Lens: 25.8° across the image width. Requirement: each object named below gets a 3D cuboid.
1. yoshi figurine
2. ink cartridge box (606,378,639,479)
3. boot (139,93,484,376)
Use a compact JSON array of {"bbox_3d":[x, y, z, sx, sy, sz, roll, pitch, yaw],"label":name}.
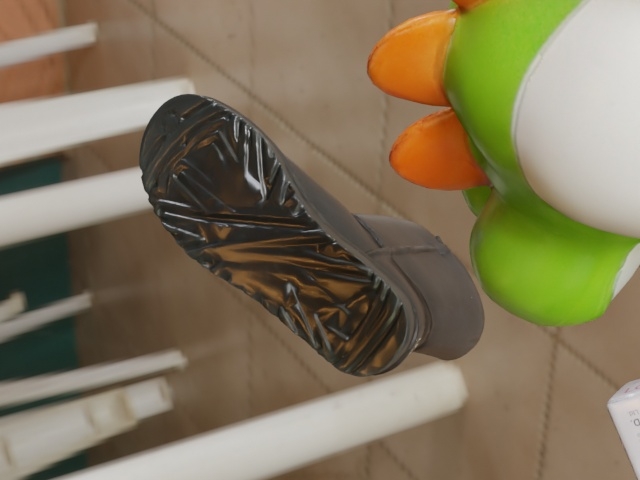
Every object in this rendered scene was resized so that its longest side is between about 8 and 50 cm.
[{"bbox_3d":[0.154,-0.095,0.368,0.203,0.203,0.362,36,145,9],"label":"yoshi figurine"},{"bbox_3d":[0.332,0.215,0.905,0.186,0.065,0.311,-23,86,30],"label":"ink cartridge box"},{"bbox_3d":[0.000,0.000,1.004,0.246,0.207,0.094,43,103,15],"label":"boot"}]
